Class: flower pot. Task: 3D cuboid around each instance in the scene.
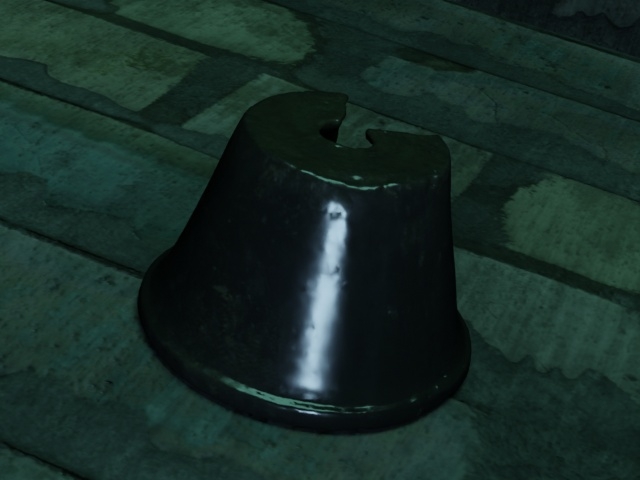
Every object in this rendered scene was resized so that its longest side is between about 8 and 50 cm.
[{"bbox_3d":[0.000,0.000,1.315,0.379,0.251,0.379,10,31,-6],"label":"flower pot"}]
